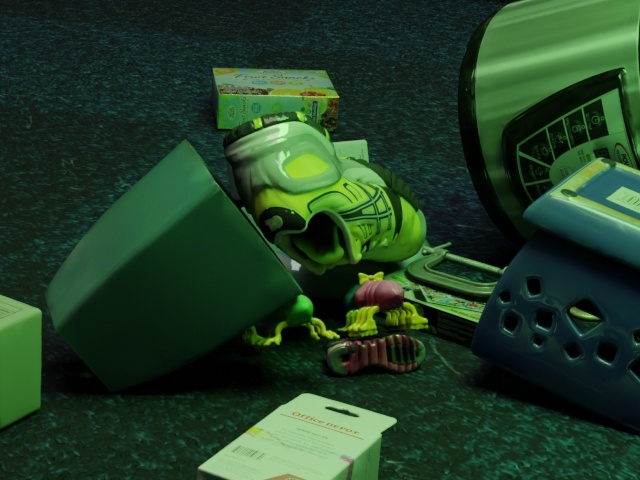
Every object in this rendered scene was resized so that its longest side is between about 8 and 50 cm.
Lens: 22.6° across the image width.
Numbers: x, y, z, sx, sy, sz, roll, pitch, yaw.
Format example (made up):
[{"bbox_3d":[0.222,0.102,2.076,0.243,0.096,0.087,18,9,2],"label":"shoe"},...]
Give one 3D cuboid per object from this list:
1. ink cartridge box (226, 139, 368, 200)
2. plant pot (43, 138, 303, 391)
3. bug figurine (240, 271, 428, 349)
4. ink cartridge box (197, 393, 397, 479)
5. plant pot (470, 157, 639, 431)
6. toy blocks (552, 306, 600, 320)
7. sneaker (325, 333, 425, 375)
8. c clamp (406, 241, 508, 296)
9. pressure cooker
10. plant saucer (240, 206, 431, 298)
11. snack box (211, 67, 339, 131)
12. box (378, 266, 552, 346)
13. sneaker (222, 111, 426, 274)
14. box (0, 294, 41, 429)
[{"bbox_3d":[-0.034,-0.102,2.341,0.175,0.072,0.127,-7,3,-26],"label":"ink cartridge box"},{"bbox_3d":[-0.175,0.043,1.754,0.234,0.165,0.166,-38,27,-1],"label":"plant pot"},{"bbox_3d":[-0.006,0.079,1.847,0.279,0.072,0.216,-5,0,-26],"label":"bug figurine"},{"bbox_3d":[-0.018,0.220,1.526,0.115,0.067,0.198,15,24,26],"label":"ink cartridge box"},{"bbox_3d":[0.335,0.046,1.802,0.236,0.212,0.236,24,27,22],"label":"plant pot"},{"bbox_3d":[0.310,0.023,2.000,0.123,0.148,0.054,1,20,-8],"label":"toy blocks"},{"bbox_3d":[0.060,0.126,1.837,0.119,0.047,0.057,0,9,-14],"label":"sneaker"},{"bbox_3d":[0.183,0.034,2.024,0.160,0.022,0.137,20,25,38],"label":"c clamp"},{"bbox_3d":[0.435,-0.182,2.110,0.420,0.376,0.370,-9,-20,35],"label":"pressure cooker"},{"bbox_3d":[0.000,0.000,2.165,0.317,0.044,0.317,4,21,-1],"label":"plant saucer"},{"bbox_3d":[-0.082,-0.246,2.777,0.207,0.070,0.174,2,20,-8],"label":"snack box"},{"bbox_3d":[0.168,0.084,1.973,0.207,0.036,0.114,18,24,34],"label":"box"},{"bbox_3d":[0.009,-0.020,1.903,0.145,0.147,0.384,-21,-25,26],"label":"sneaker"},{"bbox_3d":[-0.426,0.148,1.568,0.148,0.121,0.311,16,23,30],"label":"box"}]
